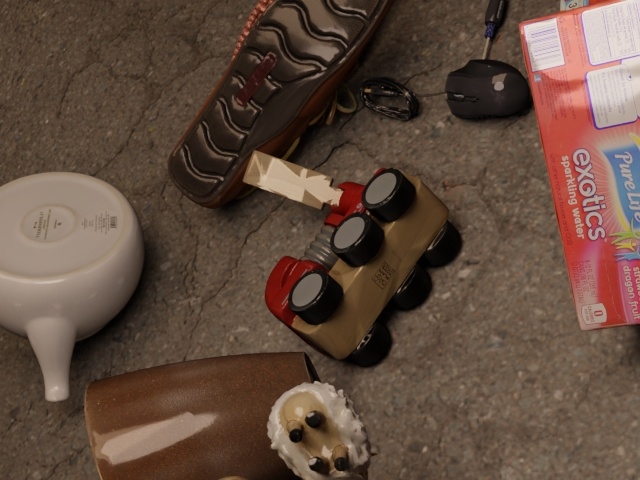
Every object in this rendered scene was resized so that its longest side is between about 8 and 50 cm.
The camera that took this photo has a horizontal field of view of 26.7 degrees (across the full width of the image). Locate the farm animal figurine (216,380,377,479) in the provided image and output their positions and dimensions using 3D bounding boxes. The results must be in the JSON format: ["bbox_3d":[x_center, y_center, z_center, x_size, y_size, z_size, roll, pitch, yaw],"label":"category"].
[{"bbox_3d":[-0.014,0.347,1.277,0.330,0.172,0.327,-42,84,3],"label":"farm animal figurine"}]

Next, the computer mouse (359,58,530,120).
[{"bbox_3d":[0.143,-0.177,1.635,0.242,0.071,0.041,0,23,38],"label":"computer mouse"}]

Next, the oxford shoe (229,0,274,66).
[{"bbox_3d":[0.005,-0.326,1.841,0.397,0.140,0.146,-55,5,1],"label":"oxford shoe"}]

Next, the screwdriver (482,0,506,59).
[{"bbox_3d":[0.205,-0.241,1.673,0.024,0.025,0.170,-2,57,36],"label":"screwdriver"}]

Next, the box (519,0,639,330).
[{"bbox_3d":[0.309,-0.080,1.276,0.154,0.142,0.300,-11,93,31],"label":"box"}]

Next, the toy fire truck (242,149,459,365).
[{"bbox_3d":[0.000,0.000,1.569,0.217,0.158,0.246,-54,32,-9],"label":"toy fire truck"}]

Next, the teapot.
[{"bbox_3d":[-0.345,0.042,1.767,0.252,0.187,0.256,30,51,27],"label":"teapot"}]

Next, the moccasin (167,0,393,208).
[{"bbox_3d":[-0.037,-0.195,1.718,0.139,0.147,0.380,38,103,17],"label":"moccasin"}]

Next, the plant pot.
[{"bbox_3d":[-0.104,0.211,1.451,0.230,0.215,0.215,-22,46,4],"label":"plant pot"}]

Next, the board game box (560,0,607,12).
[{"bbox_3d":[0.401,-0.193,1.402,0.275,0.144,0.142,-11,52,30],"label":"board game box"}]
